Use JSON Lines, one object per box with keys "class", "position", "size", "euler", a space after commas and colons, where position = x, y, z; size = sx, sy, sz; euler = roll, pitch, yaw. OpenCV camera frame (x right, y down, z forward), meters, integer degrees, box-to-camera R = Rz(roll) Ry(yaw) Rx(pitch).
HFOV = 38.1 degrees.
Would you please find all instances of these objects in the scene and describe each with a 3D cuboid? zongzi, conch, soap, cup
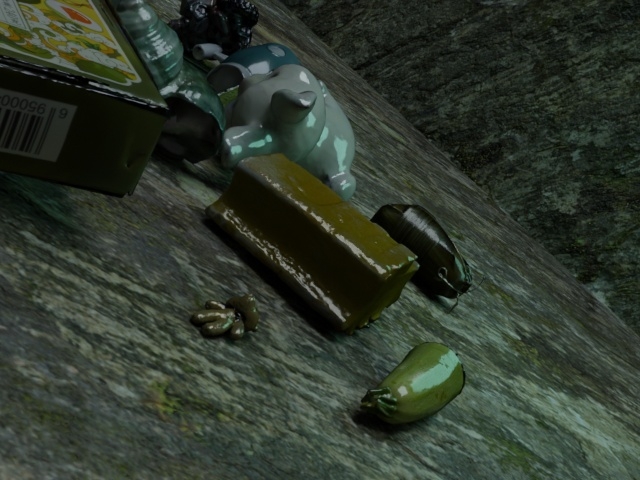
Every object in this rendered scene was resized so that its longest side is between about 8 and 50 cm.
{"class": "zongzi", "position": [0.237, 0.015, 1.873], "size": [0.248, 0.111, 0.241], "euler": [44, 25, 16]}
{"class": "conch", "position": [-0.263, -0.243, 1.409], "size": [0.220, 0.277, 0.195], "euler": [14, 38, 32]}
{"class": "soap", "position": [0.000, 0.000, 1.405], "size": [0.281, 0.143, 0.259], "euler": [37, 15, 13]}
{"class": "cup", "position": [-0.143, -0.314, 1.884], "size": [0.300, 0.167, 0.173], "euler": [37, 29, 17]}

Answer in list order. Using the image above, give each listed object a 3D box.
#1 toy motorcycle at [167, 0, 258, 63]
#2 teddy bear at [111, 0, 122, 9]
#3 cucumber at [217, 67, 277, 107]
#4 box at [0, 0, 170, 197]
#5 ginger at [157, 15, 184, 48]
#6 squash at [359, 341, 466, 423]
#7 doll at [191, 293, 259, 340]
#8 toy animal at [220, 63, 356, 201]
{"class": "toy motorcycle", "position": [-0.234, -0.482, 1.986], "size": [0.207, 0.134, 0.401], "euler": [12, -17, -5]}
{"class": "teddy bear", "position": [-0.445, -0.493, 1.689], "size": [0.251, 0.171, 0.144], "euler": [38, 10, 6]}
{"class": "cucumber", "position": [-0.141, -0.264, 1.741], "size": [0.220, 0.046, 0.070], "euler": [-31, 36, -29]}
{"class": "box", "position": [-0.409, -0.240, 1.049], "size": [0.373, 0.138, 0.420], "euler": [11, 29, -36]}
{"class": "ginger", "position": [-0.406, -0.479, 1.923], "size": [0.299, 0.065, 0.118], "euler": [40, 23, -6]}
{"class": "squash", "position": [0.110, 0.196, 1.216], "size": [0.094, 0.094, 0.224], "euler": [44, 23, 18]}
{"class": "doll", "position": [-0.111, 0.096, 1.098], "size": [0.093, 0.051, 0.061], "euler": [-26, 63, -40]}
{"class": "toy animal", "position": [-0.053, -0.181, 1.614], "size": [0.241, 0.196, 0.368], "euler": [54, 10, 17]}
